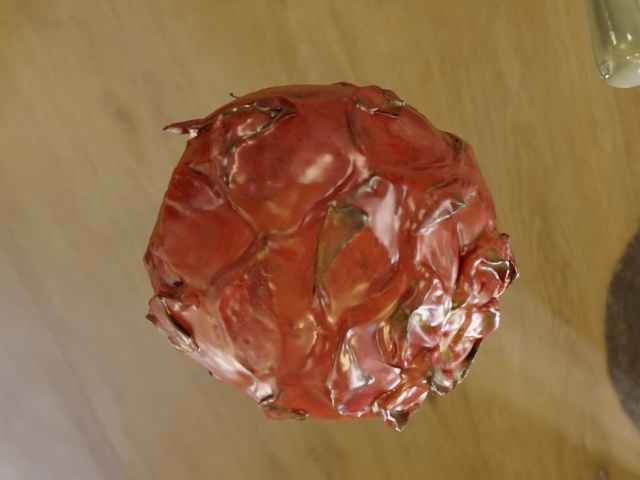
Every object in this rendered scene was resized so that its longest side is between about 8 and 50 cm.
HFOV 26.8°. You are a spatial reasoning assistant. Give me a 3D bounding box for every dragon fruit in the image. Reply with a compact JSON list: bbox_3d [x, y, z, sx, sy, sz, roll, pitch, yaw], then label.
[{"bbox_3d":[0.006,0.008,0.910,0.252,0.241,0.241,-1,127,12],"label":"dragon fruit"}]

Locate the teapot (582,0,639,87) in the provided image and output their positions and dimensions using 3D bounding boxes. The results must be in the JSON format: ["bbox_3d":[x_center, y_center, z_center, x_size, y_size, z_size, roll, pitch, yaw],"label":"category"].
[{"bbox_3d":[0.207,-0.294,1.146,0.220,0.318,0.149,20,135,-6],"label":"teapot"}]
